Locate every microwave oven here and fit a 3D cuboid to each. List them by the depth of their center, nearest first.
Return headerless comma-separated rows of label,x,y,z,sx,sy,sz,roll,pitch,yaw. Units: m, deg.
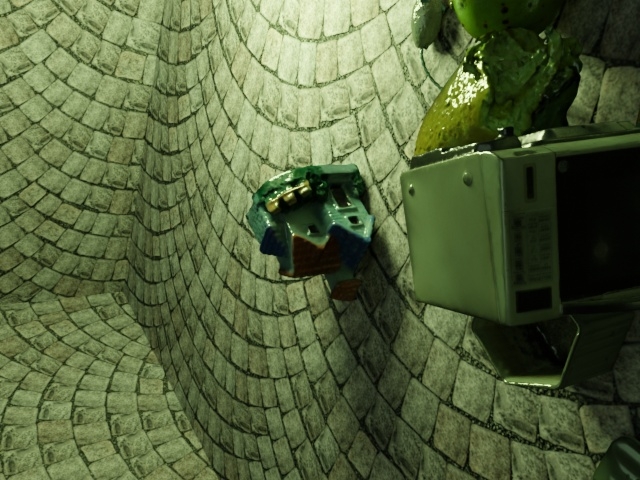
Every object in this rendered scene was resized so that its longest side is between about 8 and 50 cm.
microwave oven,0.360,-0.043,0.911,0.333,0.394,0.247,-173,75,-75

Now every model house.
model house,0.000,0.000,1.679,0.252,0.294,0.329,-57,46,46

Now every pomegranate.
pomegranate,0.380,-0.501,1.157,0.301,0.236,0.236,-31,67,30

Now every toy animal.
toy animal,0.253,-0.465,1.468,0.079,0.070,0.253,-179,83,-71

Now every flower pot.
flower pot,0.428,0.153,1.176,0.209,0.189,0.239,-55,52,42

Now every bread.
bread,0.311,-0.221,1.207,0.376,0.208,0.251,121,164,-67

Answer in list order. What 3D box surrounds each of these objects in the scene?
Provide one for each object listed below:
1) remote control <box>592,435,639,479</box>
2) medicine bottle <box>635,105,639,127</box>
remote control,0.615,0.483,1.052,0.335,0.065,0.128,42,129,45
medicine bottle,0.571,-0.248,1.007,0.096,0.096,0.192,24,113,52
